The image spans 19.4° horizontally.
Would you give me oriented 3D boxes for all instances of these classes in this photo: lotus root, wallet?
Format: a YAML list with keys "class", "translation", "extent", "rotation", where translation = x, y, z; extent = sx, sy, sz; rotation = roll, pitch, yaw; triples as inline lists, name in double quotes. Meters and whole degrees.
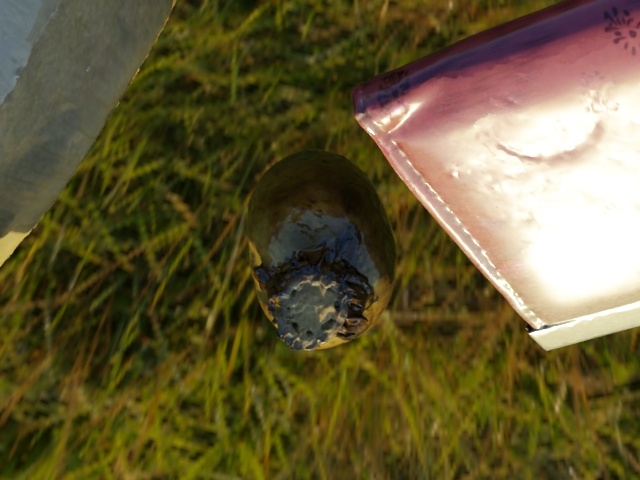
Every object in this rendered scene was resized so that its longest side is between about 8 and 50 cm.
- class: "lotus root"
  translation: [0.000, 0.000, 1.817]
  extent: [0.141, 0.314, 0.169]
  rotation: [-8, 116, 0]
- class: "wallet"
  translation: [0.134, -0.036, 0.471]
  extent: [0.232, 0.025, 0.119]
  rotation: [-18, 136, 27]

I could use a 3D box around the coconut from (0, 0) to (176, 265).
- class: "coconut"
  translation: [-0.190, -0.109, 0.647]
  extent: [0.266, 0.237, 0.237]
  rotation: [39, 109, -18]
